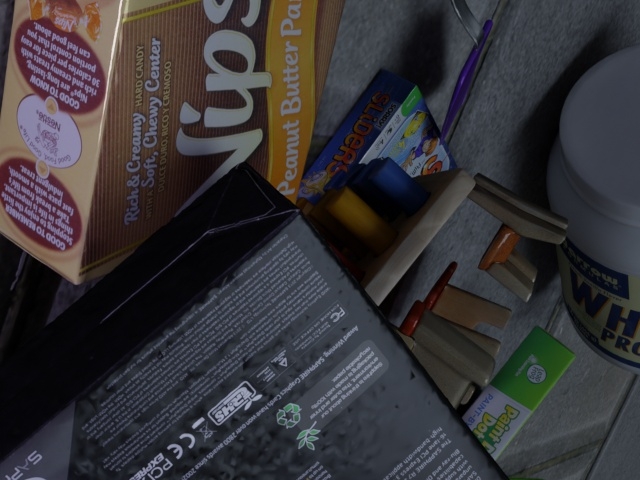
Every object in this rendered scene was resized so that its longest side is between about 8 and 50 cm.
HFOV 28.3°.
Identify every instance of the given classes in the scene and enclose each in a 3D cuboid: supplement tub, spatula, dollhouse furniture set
[{"bbox_3d":[0.356,-0.025,1.299,0.235,0.235,0.325,-50,149,-17],"label":"supplement tub"},{"bbox_3d":[0.100,-0.189,0.915,0.296,0.030,0.084,80,29,-46],"label":"spatula"},{"bbox_3d":[0.077,0.075,1.052,0.262,0.135,0.259,-61,173,14],"label":"dollhouse furniture set"}]

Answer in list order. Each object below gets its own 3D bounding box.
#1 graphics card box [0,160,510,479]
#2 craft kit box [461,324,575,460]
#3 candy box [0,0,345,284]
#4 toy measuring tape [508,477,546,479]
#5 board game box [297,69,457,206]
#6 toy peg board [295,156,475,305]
[{"bbox_3d":[-0.016,0.165,0.738,0.233,0.094,0.371,-41,122,-3],"label":"graphics card box"},{"bbox_3d":[0.140,0.227,1.299,0.250,0.061,0.246,-47,172,-22],"label":"craft kit box"},{"bbox_3d":[-0.067,-0.147,0.690,0.183,0.087,0.316,-19,132,-48],"label":"candy box"},{"bbox_3d":[0.055,0.236,0.959,0.330,0.121,0.121,6,116,-20],"label":"toy measuring tape"},{"bbox_3d":[0.024,-0.017,1.000,0.201,0.035,0.136,-54,150,-9],"label":"board game box"},{"bbox_3d":[0.000,0.000,0.850,0.160,0.079,0.161,-51,-168,-11],"label":"toy peg board"}]
